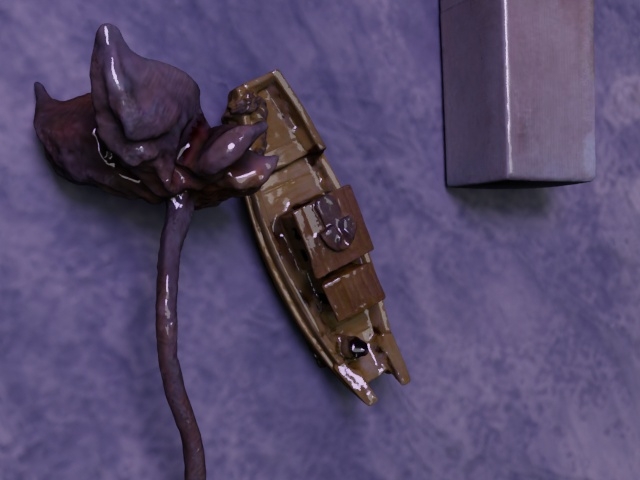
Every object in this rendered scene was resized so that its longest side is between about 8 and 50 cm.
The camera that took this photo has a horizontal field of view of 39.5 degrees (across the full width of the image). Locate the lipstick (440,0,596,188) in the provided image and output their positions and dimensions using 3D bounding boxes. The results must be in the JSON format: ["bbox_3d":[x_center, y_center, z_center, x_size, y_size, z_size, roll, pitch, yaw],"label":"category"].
[{"bbox_3d":[0.129,-0.222,0.596,0.080,0.076,0.371,-1,89,-26],"label":"lipstick"}]

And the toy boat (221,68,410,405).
[{"bbox_3d":[0.000,0.000,0.535,0.064,0.072,0.206,-27,99,-21],"label":"toy boat"}]

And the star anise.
[{"bbox_3d":[-0.101,0.035,0.471,0.218,0.148,0.227,50,48,-62],"label":"star anise"}]
